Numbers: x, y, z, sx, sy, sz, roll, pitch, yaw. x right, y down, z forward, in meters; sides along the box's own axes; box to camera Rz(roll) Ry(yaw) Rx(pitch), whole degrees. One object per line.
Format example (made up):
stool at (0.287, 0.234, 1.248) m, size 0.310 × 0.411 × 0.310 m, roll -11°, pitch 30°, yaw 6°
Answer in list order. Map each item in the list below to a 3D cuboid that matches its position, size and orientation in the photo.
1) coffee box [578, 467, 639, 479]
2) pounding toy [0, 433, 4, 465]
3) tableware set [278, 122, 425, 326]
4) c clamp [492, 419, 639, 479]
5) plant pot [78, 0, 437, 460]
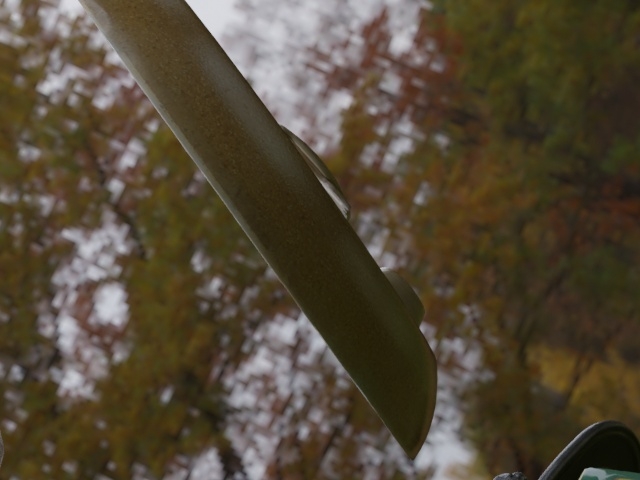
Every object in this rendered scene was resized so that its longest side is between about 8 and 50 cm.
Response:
coffee box at (0.068, 0.161, 0.447) m, size 0.113 × 0.040 × 0.184 m, roll -45°, pitch -43°, yaw -58°
pounding toy at (-0.190, 0.053, 0.452) m, size 0.094 × 0.206 × 0.181 m, roll -130°, pitch 27°, yaw -81°
tableware set at (0.000, 0.000, 0.950) m, size 0.020 × 0.141 × 0.169 m, roll -41°, pitch 9°, yaw -14°
c clamp at (0.105, 0.151, 0.786) m, size 0.137 × 0.022 × 0.160 m, roll -46°, pitch -50°, yaw -32°
plant pot at (-0.023, -0.022, 0.680) m, size 0.032 × 0.236 × 0.236 m, roll -37°, pitch -20°, yaw -1°
